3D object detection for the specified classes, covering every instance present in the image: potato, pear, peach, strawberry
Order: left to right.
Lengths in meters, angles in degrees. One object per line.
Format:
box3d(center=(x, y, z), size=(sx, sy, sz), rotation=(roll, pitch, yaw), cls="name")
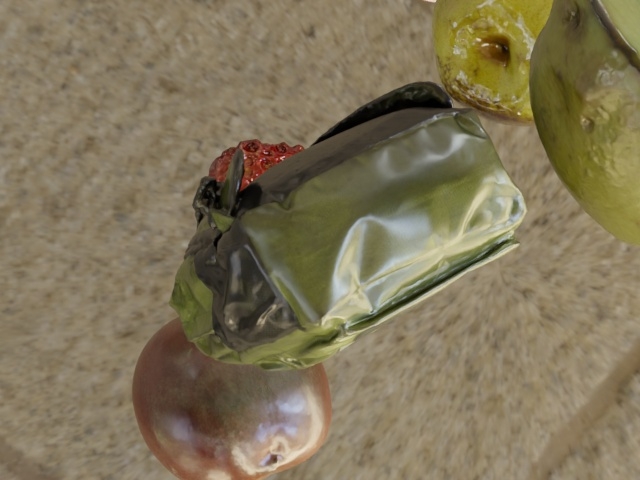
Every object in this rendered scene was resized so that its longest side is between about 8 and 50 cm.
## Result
box3d(center=(-0.109, 0.201, 1.655), size=(0.252, 0.252, 0.252), rotation=(0, 89, 8), cls="peach")
box3d(center=(-0.041, -0.037, 1.762), size=(0.236, 0.111, 0.190), rotation=(29, 108, -33), cls="strawberry")
box3d(center=(0.213, -0.212, 1.295), size=(0.197, 0.197, 0.197), rotation=(0, 89, 8), cls="pear")
box3d(center=(0.148, -0.062, 0.698), size=(0.149, 0.081, 0.120), rotation=(41, 128, -5), cls="potato")

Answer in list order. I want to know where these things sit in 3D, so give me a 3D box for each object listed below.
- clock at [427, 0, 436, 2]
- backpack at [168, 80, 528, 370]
box3d(center=(0.174, -0.435, 1.749), size=(0.227, 0.241, 0.142), rotation=(-48, 58, 30), cls="clock")
box3d(center=(0.000, 0.000, 0.859), size=(0.207, 0.253, 0.140), rotation=(-26, 88, -29), cls="backpack")
